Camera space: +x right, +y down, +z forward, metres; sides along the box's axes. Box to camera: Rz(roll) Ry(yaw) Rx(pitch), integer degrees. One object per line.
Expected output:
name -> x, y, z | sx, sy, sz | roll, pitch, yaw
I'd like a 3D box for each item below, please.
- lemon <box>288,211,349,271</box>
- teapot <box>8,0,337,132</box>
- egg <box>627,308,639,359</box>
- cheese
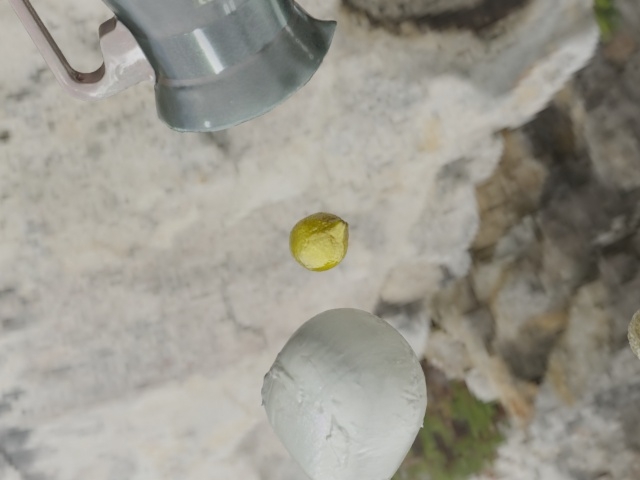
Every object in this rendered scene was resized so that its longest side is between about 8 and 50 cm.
lemon -> 0.000, 0.000, 1.688 | 0.065, 0.065, 0.092 | 10, 155, -33
teapot -> -0.167, -0.288, 1.544 | 0.300, 0.253, 0.344 | -23, 122, 7
egg -> 0.456, 0.127, 1.960 | 0.140, 0.118, 0.116 | 22, 148, 11
cheese -> 0.033, 0.175, 1.777 | 0.154, 0.198, 0.189 | -19, 145, -36
